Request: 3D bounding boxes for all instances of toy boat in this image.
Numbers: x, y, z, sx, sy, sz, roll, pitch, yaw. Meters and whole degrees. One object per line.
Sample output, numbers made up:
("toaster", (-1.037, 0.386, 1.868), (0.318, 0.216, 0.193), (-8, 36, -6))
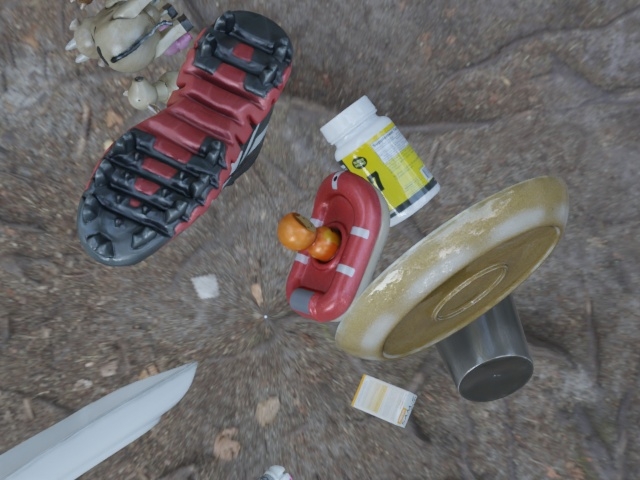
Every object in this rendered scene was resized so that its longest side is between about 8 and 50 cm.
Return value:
("toy boat", (0.000, 0.000, 1.508), (0.151, 0.151, 0.231), (26, 81, -36))

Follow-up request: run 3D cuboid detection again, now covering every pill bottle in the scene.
("pill bottle", (0.100, -0.138, 1.713), (0.119, 0.119, 0.208), (-38, 94, -5))

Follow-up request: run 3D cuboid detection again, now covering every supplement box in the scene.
("supplement box", (0.111, 0.280, 1.743), (0.098, 0.036, 0.062), (18, 80, 35))

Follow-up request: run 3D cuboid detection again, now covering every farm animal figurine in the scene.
("farm animal figurine", (-0.298, -0.312, 1.552), (0.172, 0.327, 0.330), (-41, 104, -2))

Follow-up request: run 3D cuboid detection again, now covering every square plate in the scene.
("square plate", (-0.337, 0.265, 1.147), (0.344, 0.347, 0.049), (-31, 92, -38))

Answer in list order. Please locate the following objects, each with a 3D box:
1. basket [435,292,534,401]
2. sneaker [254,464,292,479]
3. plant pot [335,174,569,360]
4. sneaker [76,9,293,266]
("basket", (0.252, 0.138, 1.642), (0.154, 0.204, 0.227), (4, 46, -22))
("sneaker", (-0.054, 0.363, 1.203), (0.074, 0.063, 0.170), (-16, 86, -28))
("plant pot", (0.119, 0.034, 0.841), (0.236, 0.236, 0.032), (-33, 69, -5))
("sneaker", (-0.116, -0.073, 0.876), (0.097, 0.135, 0.276), (29, 60, 3))
